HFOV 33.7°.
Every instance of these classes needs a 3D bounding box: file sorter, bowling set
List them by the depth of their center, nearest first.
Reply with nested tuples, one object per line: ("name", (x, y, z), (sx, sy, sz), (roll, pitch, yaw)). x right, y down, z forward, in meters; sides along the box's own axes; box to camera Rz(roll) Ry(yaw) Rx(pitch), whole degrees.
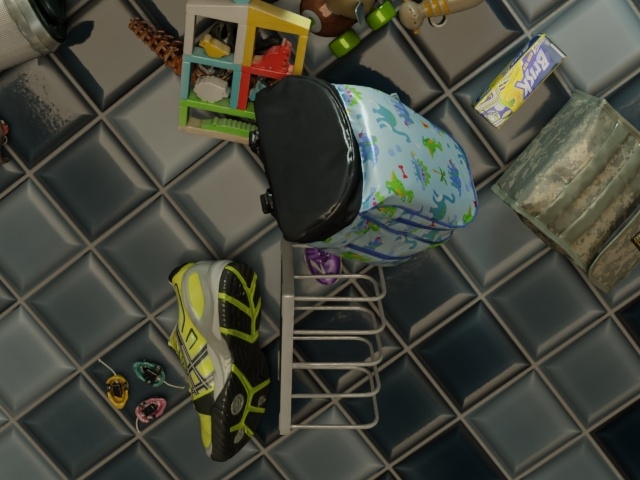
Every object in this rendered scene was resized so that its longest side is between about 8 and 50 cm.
("bowling set", (0.160, -0.480, 1.672), (0.154, 0.200, 0.287), (-22, 99, 7))
("file sorter", (0.015, 0.160, 1.798), (0.173, 0.193, 0.277), (0, 119, -4))

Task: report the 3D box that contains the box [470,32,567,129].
("box", (0.335, -0.270, 1.789), (0.059, 0.054, 0.169), (41, 100, -9))

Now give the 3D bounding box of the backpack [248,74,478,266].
("backpack", (0.085, -0.093, 1.686), (0.273, 0.355, 0.290), (-23, 58, 17))

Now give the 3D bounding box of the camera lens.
("camera lens", (-0.560, -0.370, 1.686), (0.274, 0.219, 0.219), (-19, 103, 5))

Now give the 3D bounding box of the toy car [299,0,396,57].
("toy car", (0.033, -0.387, 1.693), (0.149, 0.188, 0.155), (-36, 101, 8))

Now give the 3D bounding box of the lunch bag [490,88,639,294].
("lunch bag", (0.475, -0.069, 1.784), (0.287, 0.169, 0.235), (39, 98, -16))

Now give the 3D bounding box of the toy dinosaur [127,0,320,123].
("toy dinosaur", (-0.149, -0.304, 1.744), (0.322, 0.164, 0.218), (7, 122, -23))

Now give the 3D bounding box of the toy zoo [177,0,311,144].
("toy zoo", (-0.123, -0.276, 1.676), (0.192, 0.030, 0.293), (11, 134, -2))

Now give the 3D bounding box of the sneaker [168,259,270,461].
("sneaker", (-0.187, 0.210, 1.889), (0.147, 0.145, 0.384), (11, 109, 30))

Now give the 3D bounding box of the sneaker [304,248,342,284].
("sneaker", (0.000, 0.000, 1.849), (0.068, 0.071, 0.169), (-7, 105, 2))

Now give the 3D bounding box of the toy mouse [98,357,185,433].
("toy mouse", (-0.317, 0.273, 1.938), (0.143, 0.031, 0.161), (-11, 104, 3))

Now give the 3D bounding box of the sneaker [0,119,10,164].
("sneaker", (-0.571, -0.202, 1.822), (0.065, 0.061, 0.157), (-12, 106, -24))
